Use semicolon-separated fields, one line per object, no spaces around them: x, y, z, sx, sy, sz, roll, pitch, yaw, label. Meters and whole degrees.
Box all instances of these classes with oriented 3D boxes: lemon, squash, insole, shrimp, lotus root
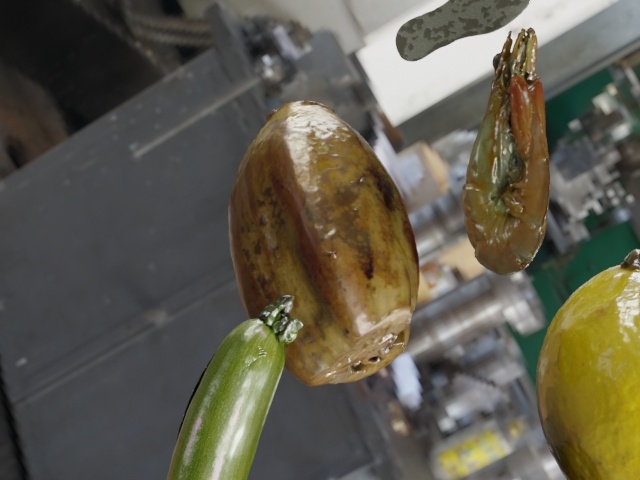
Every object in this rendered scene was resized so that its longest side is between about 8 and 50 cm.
0.358;0.158;1.468;0.297;0.297;0.297;53;17;-24;lemon
-0.092;0.193;1.280;0.071;0.319;0.080;17;-2;-14;squash
0.164;-0.258;1.713;0.006;0.193;0.065;3;70;-50;insole
0.206;-0.093;1.576;0.061;0.267;0.145;5;9;-23;shrimp
0.008;-0.001;1.493;0.193;0.193;0.291;32;35;-60;lotus root
